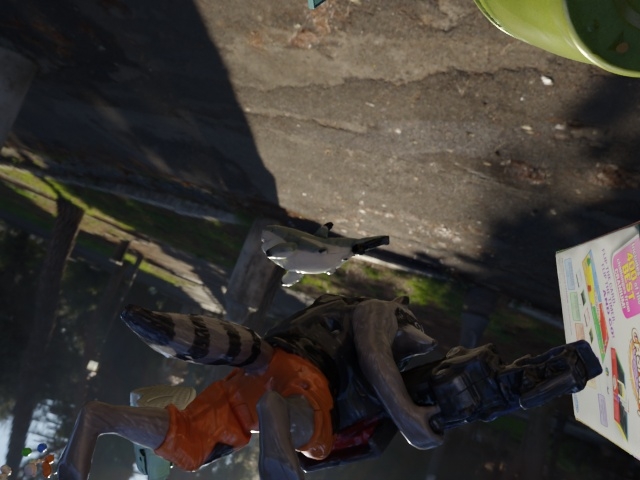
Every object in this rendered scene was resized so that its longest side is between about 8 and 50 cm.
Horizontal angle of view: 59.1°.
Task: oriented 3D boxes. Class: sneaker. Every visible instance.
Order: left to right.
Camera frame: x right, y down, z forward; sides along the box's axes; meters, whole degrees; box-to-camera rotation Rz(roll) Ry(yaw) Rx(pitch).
[{"bbox_3d":[-0.248,0.318,0.910,0.094,0.151,0.256,-6,173,-25],"label":"sneaker"}]

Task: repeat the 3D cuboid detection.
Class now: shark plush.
[{"bbox_3d":[0.000,0.000,0.690,0.161,0.067,0.073,-13,139,23],"label":"shark plush"}]

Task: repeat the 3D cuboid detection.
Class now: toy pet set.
[{"bbox_3d":[-0.491,0.408,0.969,0.122,0.114,0.065,-18,173,12],"label":"toy pet set"}]

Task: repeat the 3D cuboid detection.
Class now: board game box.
[{"bbox_3d":[0.357,0.114,0.654,0.064,0.243,0.316,-5,173,8],"label":"board game box"}]

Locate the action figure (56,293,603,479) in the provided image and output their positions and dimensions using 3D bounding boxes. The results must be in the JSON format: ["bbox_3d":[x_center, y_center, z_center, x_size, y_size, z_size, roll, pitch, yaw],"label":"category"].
[{"bbox_3d":[0.019,0.098,0.456,0.341,0.179,0.330,-28,170,29],"label":"action figure"}]

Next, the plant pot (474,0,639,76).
[{"bbox_3d":[0.380,-0.380,0.716,0.366,0.353,0.367,3,126,4],"label":"plant pot"}]

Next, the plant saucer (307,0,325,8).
[{"bbox_3d":[-0.005,-0.611,1.311,0.018,0.067,0.192,52,175,11],"label":"plant saucer"}]
